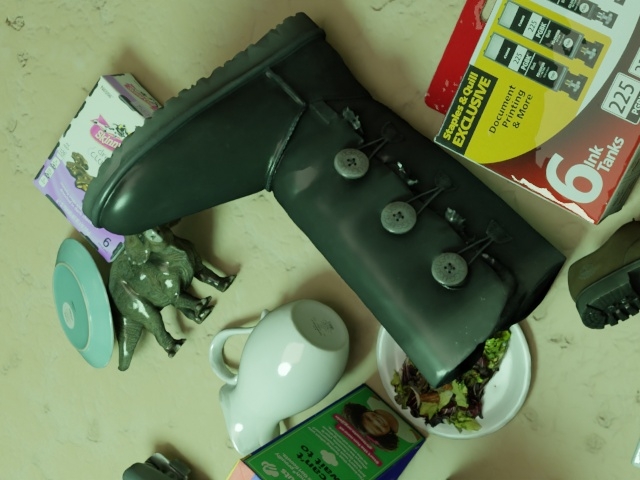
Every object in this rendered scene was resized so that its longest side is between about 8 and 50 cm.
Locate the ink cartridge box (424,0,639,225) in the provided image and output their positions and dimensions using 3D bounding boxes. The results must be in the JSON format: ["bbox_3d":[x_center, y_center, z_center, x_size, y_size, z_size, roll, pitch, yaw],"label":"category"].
[{"bbox_3d":[0.258,-0.218,1.197,0.272,0.130,0.309,30,111,20],"label":"ink cartridge box"}]

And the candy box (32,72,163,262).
[{"bbox_3d":[-0.272,-0.099,1.510,0.165,0.070,0.196,45,115,12],"label":"candy box"}]

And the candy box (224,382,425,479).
[{"bbox_3d":[-0.039,0.341,1.341,0.122,0.317,0.268,38,113,15],"label":"candy box"}]

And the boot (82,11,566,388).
[{"bbox_3d":[0.002,-0.001,1.280,0.367,0.146,0.445,-41,80,-10],"label":"boot"}]

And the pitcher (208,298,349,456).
[{"bbox_3d":[-0.064,0.152,1.439,0.178,0.125,0.207,55,129,24],"label":"pitcher"}]

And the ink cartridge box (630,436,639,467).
[{"bbox_3d":[0.479,0.184,1.211,0.224,0.045,0.223,21,108,19],"label":"ink cartridge box"}]

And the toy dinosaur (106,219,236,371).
[{"bbox_3d":[-0.220,0.057,1.492,0.160,0.121,0.313,40,138,4],"label":"toy dinosaur"}]

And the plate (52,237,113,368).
[{"bbox_3d":[-0.337,0.090,1.554,0.188,0.024,0.188,28,126,48],"label":"plate"}]

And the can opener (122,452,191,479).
[{"bbox_3d":[-0.156,0.404,1.534,0.283,0.095,0.076,38,114,15],"label":"can opener"}]

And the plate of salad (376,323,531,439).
[{"bbox_3d":[0.156,0.150,1.361,0.200,0.048,0.200,5,102,24],"label":"plate of salad"}]

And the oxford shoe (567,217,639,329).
[{"bbox_3d":[0.370,0.003,1.209,0.227,0.083,0.096,-25,45,10],"label":"oxford shoe"}]
